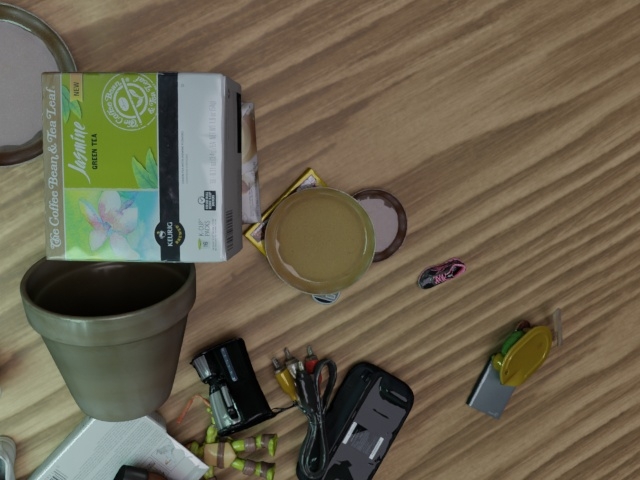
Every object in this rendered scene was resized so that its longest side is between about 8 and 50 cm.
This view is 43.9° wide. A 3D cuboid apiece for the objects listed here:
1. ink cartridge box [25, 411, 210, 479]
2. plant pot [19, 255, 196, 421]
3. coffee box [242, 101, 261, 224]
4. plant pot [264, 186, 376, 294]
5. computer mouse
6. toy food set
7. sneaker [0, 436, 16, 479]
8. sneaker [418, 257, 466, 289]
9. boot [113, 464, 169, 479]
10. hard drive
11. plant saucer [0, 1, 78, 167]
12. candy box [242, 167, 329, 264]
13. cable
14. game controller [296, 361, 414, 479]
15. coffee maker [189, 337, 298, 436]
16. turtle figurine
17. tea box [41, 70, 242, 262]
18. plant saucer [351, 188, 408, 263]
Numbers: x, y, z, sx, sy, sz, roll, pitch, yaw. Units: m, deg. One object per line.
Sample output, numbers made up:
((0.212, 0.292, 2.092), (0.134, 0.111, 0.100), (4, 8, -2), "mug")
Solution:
((-0.428, 0.493, 1.672), (0.296, 0.066, 0.261), (-46, 107, 1), "ink cartridge box")
((-0.397, 0.184, 1.546), (0.323, 0.323, 0.280), (-6, 118, -14), "plant pot")
((-0.202, -0.156, 1.628), (0.141, 0.098, 0.247), (-4, 99, -14), "coffee box")
((0.000, 0.000, 1.688), (0.236, 0.032, 0.236), (1, 103, 2), "plant pot")
((0.026, 0.048, 1.743), (0.106, 0.042, 0.193), (16, 108, -3), "computer mouse")
((0.483, 0.254, 1.897), (0.218, 0.071, 0.128), (-36, 127, -20), "toy food set")
((-0.650, 0.514, 1.612), (0.080, 0.094, 0.212), (-7, 101, -16), "sneaker")
((0.281, 0.079, 1.822), (0.119, 0.057, 0.047), (-28, 107, -9), "sneaker")
((-0.336, 0.615, 1.657), (0.280, 0.096, 0.264), (27, 89, -23), "boot")
((0.422, 0.356, 1.922), (0.094, 0.022, 0.135), (27, 91, -18), "hard drive")
((-0.622, -0.296, 1.517), (0.310, 0.050, 0.311), (-3, 100, -16), "plant saucer")
((-0.060, -0.050, 1.722), (0.206, 0.027, 0.105), (-45, 111, -5), "candy box")
((-0.018, 0.376, 1.770), (0.139, 0.072, 0.287), (-14, 96, -28), "cable")
((0.079, 0.442, 1.807), (0.166, 0.067, 0.319), (30, 90, -5), "game controller")
((-0.167, 0.303, 1.678), (0.171, 0.120, 0.178), (-12, 71, -33), "coffee maker")
((-0.207, 0.478, 1.728), (0.217, 0.087, 0.270), (5, 85, 4), "turtle figurine")
((-0.314, -0.134, 1.454), (0.323, 0.220, 0.329), (0, 96, 3), "tea box")
((0.112, -0.034, 1.772), (0.168, 0.029, 0.168), (-3, 100, -14), "plant saucer")
